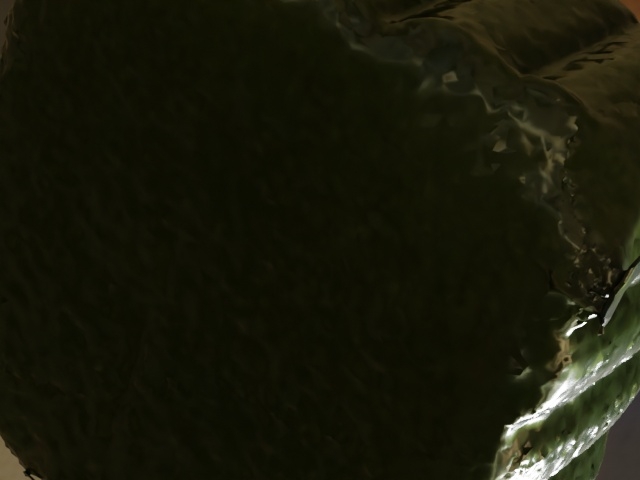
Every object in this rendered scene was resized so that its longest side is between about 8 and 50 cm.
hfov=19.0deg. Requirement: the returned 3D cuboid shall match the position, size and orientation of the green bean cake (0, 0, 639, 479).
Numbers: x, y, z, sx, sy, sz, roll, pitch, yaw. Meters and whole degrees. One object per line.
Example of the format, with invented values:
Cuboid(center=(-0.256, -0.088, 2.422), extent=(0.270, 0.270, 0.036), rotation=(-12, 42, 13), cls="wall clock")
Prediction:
Cuboid(center=(0.000, 0.000, 0.694), extent=(0.247, 0.249, 0.156), rotation=(34, -149, 19), cls="green bean cake")
